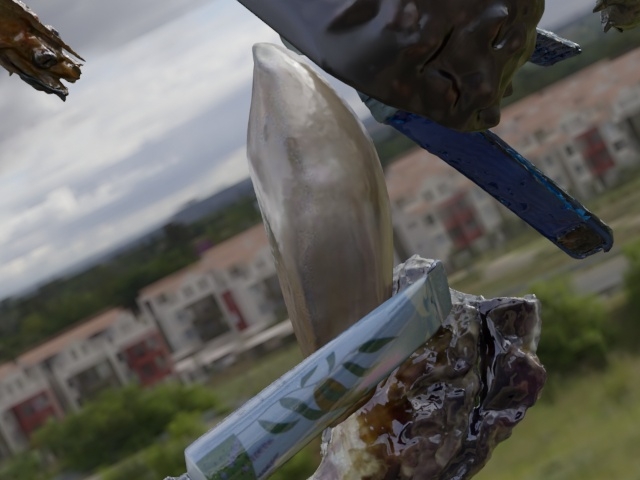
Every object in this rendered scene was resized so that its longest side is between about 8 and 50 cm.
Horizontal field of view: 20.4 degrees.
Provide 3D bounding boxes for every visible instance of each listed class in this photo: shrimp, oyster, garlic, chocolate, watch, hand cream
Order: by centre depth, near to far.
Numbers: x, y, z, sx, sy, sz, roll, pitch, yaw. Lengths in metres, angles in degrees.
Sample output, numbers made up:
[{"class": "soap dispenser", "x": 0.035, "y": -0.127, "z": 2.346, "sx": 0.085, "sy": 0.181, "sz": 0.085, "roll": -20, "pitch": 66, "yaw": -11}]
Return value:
[{"class": "chocolate", "x": 0.059, "y": -0.194, "z": 1.021, "sx": 0.177, "sy": 0.224, "sz": 0.206, "roll": -56, "pitch": -21, "yaw": 20}, {"class": "shrimp", "x": -0.285, "y": -0.170, "z": 1.271, "sx": 0.068, "sy": 0.249, "sz": 0.150, "roll": -64, "pitch": 7, "yaw": -25}, {"class": "hand cream", "x": -0.006, "y": 0.108, "z": 1.284, "sx": 0.256, "sy": 0.055, "sz": 0.088, "roll": -39, "pitch": -30, "yaw": -10}, {"class": "garlic", "x": 0.002, "y": 0.002, "z": 1.402, "sx": 0.112, "sy": 0.318, "sz": 0.143, "roll": -8, "pitch": 24, "yaw": -10}, {"class": "watch", "x": 0.133, "y": -0.148, "z": 1.494, "sx": 0.068, "sy": 0.274, "sz": 0.276, "roll": -41, "pitch": 32, "yaw": 30}, {"class": "oyster", "x": 0.062, "y": 0.147, "z": 1.578, "sx": 0.275, "sy": 0.271, "sz": 0.100, "roll": -9, "pitch": -19, "yaw": 34}]

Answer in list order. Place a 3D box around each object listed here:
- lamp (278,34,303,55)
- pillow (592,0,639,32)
[{"class": "lamp", "x": -0.020, "y": -0.266, "z": 1.739, "sx": 0.050, "sy": 0.198, "sz": 0.056, "roll": 24, "pitch": 37, "yaw": 23}, {"class": "pillow", "x": 0.261, "y": -0.254, "z": 1.472, "sx": 0.093, "sy": 0.051, "sz": 0.241, "roll": -44, "pitch": -25, "yaw": -35}]
